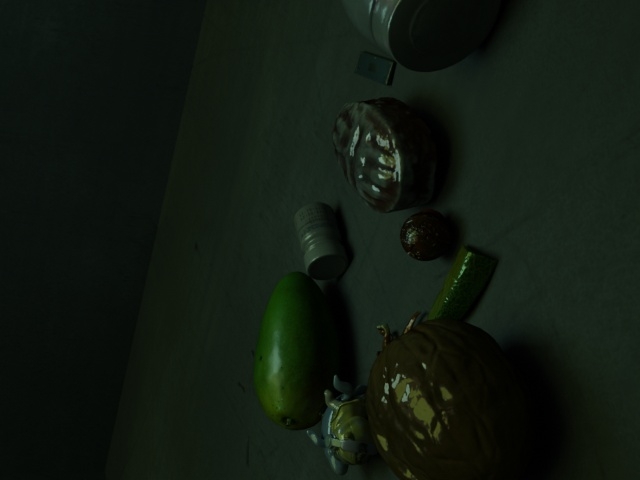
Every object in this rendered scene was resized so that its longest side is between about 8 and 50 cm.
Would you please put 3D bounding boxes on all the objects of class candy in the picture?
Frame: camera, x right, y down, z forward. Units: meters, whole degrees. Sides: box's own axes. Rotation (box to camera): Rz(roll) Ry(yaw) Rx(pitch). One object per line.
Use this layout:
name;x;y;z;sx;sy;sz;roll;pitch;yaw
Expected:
candy;0.134;-0.179;1.915;0.289;0.157;0.214;-131;37;-49

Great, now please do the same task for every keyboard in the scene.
keyboard;0.124;-0.395;2.148;0.176;0.014;0.055;-141;61;-61

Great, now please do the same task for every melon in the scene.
melon;0.240;0.100;1.757;0.114;0.053;0.261;-100;29;-46

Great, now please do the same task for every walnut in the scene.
walnut;0.214;0.283;1.534;0.313;0.252;0.277;64;141;34

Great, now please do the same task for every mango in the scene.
mango;-0.052;0.251;2.166;0.201;0.225;0.381;-12;62;22

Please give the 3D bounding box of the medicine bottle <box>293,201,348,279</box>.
medicine bottle;0.000;0.000;2.227;0.105;0.105;0.168;120;146;-42

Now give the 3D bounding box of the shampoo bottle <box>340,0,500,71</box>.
shampoo bottle;0.178;-0.473;1.742;0.266;0.273;0.273;63;141;36

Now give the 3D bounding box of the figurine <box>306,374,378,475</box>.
figurine;0.058;0.396;2.001;0.184;0.128;0.208;4;84;63

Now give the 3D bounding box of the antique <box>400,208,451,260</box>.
antique;0.202;-0.007;1.799;0.104;0.104;0.104;-174;90;-65

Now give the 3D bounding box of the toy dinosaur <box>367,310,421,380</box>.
toy dinosaur;0.152;0.241;1.911;0.212;0.057;0.142;-46;56;55
